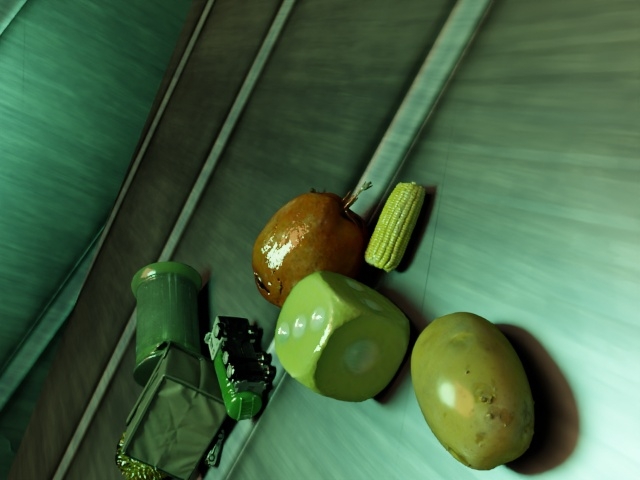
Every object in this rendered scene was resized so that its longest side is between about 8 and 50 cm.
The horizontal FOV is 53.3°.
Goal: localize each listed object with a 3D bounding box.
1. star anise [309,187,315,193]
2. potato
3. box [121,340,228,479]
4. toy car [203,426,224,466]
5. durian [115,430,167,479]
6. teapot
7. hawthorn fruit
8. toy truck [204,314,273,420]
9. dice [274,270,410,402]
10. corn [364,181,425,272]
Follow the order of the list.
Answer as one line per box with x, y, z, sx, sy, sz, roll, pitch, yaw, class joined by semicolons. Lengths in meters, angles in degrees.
-0.090;-0.002;1.490;0.177;0.073;0.234;-8;62;52;star anise
0.197;0.190;0.856;0.150;0.146;0.234;-29;38;5;potato
-0.334;0.404;1.497;0.252;0.188;0.153;-57;16;13;box
-0.244;0.477;1.482;0.041;0.025;0.093;-12;54;60;toy car
-0.473;0.559;1.689;0.237;0.137;0.194;-47;36;33;durian
-0.420;0.264;1.761;0.271;0.200;0.337;103;160;-44;teapot
0.000;0.000;1.210;0.299;0.211;0.211;-51;34;26;hawthorn fruit
-0.188;0.283;1.445;0.125;0.101;0.243;-67;31;27;toy truck
0.034;0.160;1.090;0.166;0.169;0.169;-62;31;10;dice
0.135;-0.026;1.154;0.085;0.063;0.165;-178;111;-84;corn
